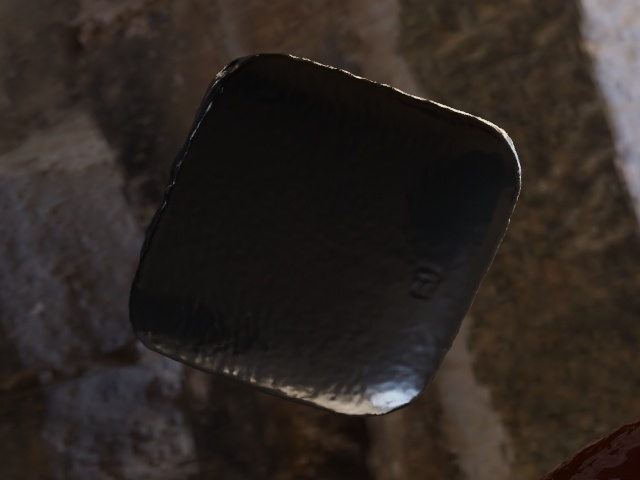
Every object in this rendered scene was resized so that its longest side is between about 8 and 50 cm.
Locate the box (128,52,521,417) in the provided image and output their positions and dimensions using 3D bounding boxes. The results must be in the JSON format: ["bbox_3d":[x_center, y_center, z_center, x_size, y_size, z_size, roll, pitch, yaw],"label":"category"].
[{"bbox_3d":[0.000,0.000,1.164,0.201,0.212,0.042,19,21,-2],"label":"box"}]

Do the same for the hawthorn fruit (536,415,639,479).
[{"bbox_3d":[0.156,0.213,0.820,0.275,0.299,0.275,1,68,-3],"label":"hawthorn fruit"}]
